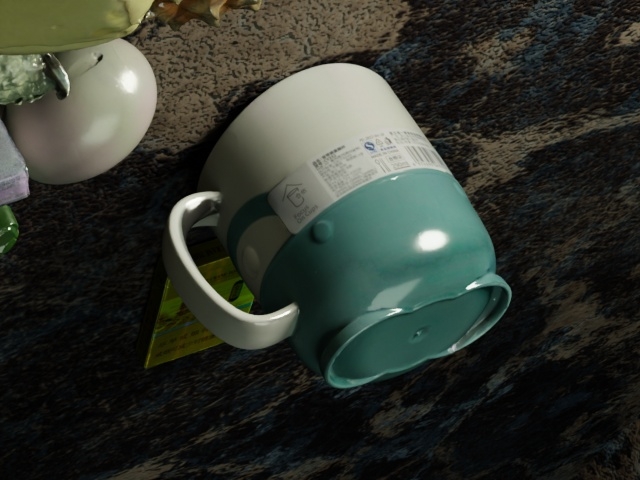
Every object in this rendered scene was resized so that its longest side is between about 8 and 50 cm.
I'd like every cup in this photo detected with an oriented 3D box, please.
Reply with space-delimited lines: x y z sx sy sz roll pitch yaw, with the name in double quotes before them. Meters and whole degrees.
"cup" 0.000 0.000 1.495 0.290 0.257 0.219 -16 146 -28

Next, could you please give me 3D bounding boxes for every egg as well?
"egg" -0.188 -0.102 1.265 0.135 0.103 0.103 -38 154 18

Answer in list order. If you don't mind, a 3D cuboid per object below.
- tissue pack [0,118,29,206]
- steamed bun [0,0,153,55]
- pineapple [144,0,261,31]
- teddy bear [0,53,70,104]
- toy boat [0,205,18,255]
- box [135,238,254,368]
"tissue pack" -0.306 -0.059 1.203 0.156 0.112 0.051 -21 155 -20
"steamed bun" -0.209 -0.230 0.918 0.232 0.166 0.273 0 150 11
"pineapple" -0.076 -0.223 1.109 0.193 0.166 0.166 -19 155 -49
"teddy bear" -0.274 -0.120 1.121 0.213 0.111 0.133 -12 115 1
"toy boat" -0.352 0.030 1.390 0.210 0.052 0.104 -35 158 -1
"box" -0.126 0.062 1.730 0.121 0.030 0.193 -18 152 -25
